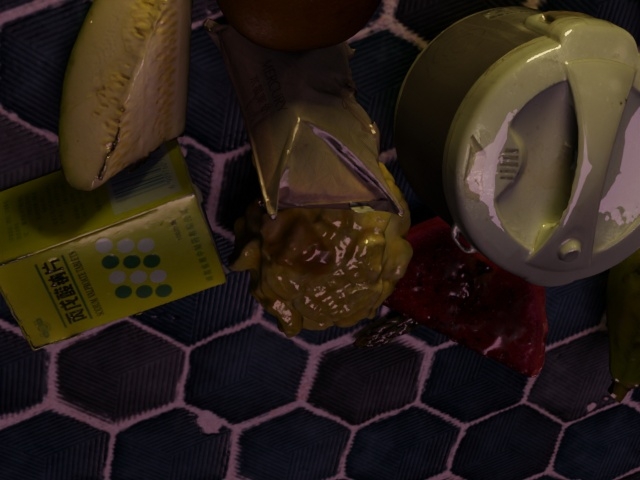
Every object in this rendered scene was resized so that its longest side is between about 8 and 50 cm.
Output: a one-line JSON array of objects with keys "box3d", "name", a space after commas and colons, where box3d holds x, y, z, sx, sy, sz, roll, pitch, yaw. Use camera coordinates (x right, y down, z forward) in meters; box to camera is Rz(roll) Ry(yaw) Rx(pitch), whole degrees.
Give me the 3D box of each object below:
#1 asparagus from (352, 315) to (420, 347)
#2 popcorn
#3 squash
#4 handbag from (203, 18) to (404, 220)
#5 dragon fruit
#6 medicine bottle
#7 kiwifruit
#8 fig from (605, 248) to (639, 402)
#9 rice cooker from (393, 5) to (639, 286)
[{"box3d": [0.119, 0.107, 1.742, 0.165, 0.030, 0.036, -25, 154, -2], "name": "asparagus"}, {"box3d": [-0.009, -0.006, 1.517, 0.216, 0.181, 0.235, 34, 105, -33], "name": "popcorn"}, {"box3d": [-0.215, -0.200, 1.347, 0.169, 0.093, 0.252, -43, 149, -47], "name": "squash"}, {"box3d": [-0.012, -0.130, 1.385, 0.182, 0.270, 0.117, -1, 144, -25], "name": "handbag"}, {"box3d": [0.200, 0.040, 1.647, 0.262, 0.134, 0.212, 30, 98, 12], "name": "dragon fruit"}, {"box3d": [-0.248, -0.003, 1.468, 0.250, 0.141, 0.137, -20, 133, -3], "name": "medicine bottle"}, {"box3d": [-0.017, -0.296, 1.289, 0.196, 0.196, 0.234, -9, 132, -12], "name": "kiwifruit"}, {"box3d": [0.470, 0.087, 1.723, 0.314, 0.233, 0.233, -39, 128, 18], "name": "fig"}, {"box3d": [0.241, -0.113, 1.431, 0.288, 0.277, 0.288, -5, 109, -15], "name": "rice cooker"}]
